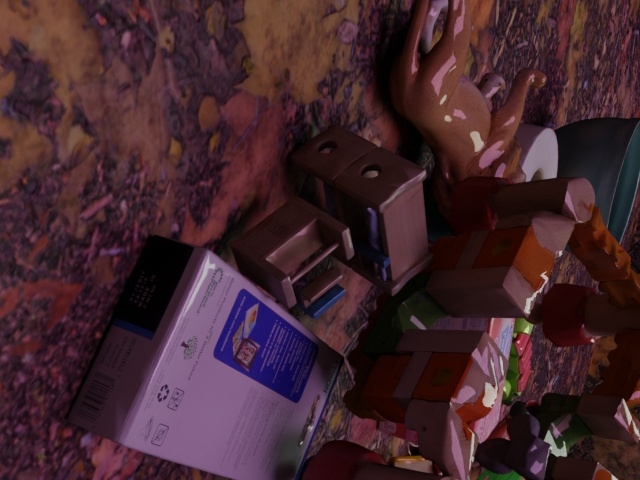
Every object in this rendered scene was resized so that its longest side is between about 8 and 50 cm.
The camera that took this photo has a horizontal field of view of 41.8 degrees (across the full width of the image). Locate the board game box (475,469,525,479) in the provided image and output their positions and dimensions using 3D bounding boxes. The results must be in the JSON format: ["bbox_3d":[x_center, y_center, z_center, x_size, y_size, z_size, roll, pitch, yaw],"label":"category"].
[{"bbox_3d":[0.323,0.594,1.722,0.242,0.064,0.316,-26,137,-50],"label":"board game box"}]

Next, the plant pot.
[{"bbox_3d":[0.508,-0.113,1.662,0.293,0.196,0.293,-38,136,-50],"label":"plant pot"}]

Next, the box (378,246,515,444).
[{"bbox_3d":[0.194,0.147,1.233,0.142,0.154,0.300,-28,127,-56],"label":"box"}]

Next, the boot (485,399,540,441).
[{"bbox_3d":[0.436,0.442,1.866,0.176,0.088,0.244,-45,147,-3],"label":"boot"}]

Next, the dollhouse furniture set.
[{"bbox_3d":[0.000,0.000,0.832,0.183,0.129,0.129,-38,139,-24],"label":"dollhouse furniture set"}]

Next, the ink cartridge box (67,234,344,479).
[{"bbox_3d":[-0.084,0.133,0.782,0.165,0.065,0.333,-68,151,-15],"label":"ink cartridge box"}]

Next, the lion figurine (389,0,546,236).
[{"bbox_3d":[0.167,-0.164,1.048,0.392,0.142,0.240,40,71,-38],"label":"lion figurine"}]

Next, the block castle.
[{"bbox_3d":[0.190,0.167,0.939,0.303,0.213,0.453,46,60,-27],"label":"block castle"}]

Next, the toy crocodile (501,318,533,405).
[{"bbox_3d":[0.386,0.234,1.706,0.115,0.105,0.340,-57,149,-32],"label":"toy crocodile"}]

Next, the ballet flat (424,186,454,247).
[{"bbox_3d":[0.199,-0.066,1.227,0.232,0.080,0.073,-56,178,-29],"label":"ballet flat"}]

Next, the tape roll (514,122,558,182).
[{"bbox_3d":[0.309,-0.058,1.410,0.286,0.100,0.286,-38,135,-51],"label":"tape roll"}]

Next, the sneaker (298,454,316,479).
[{"bbox_3d":[-0.018,0.406,1.002,0.131,0.112,0.296,-9,109,-57],"label":"sneaker"}]

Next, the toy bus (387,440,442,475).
[{"bbox_3d":[0.130,0.416,1.298,0.104,0.191,0.202,-39,-173,48],"label":"toy bus"}]

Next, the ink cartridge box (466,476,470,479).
[{"bbox_3d":[0.247,0.434,1.468,0.223,0.045,0.224,66,6,-51],"label":"ink cartridge box"}]
